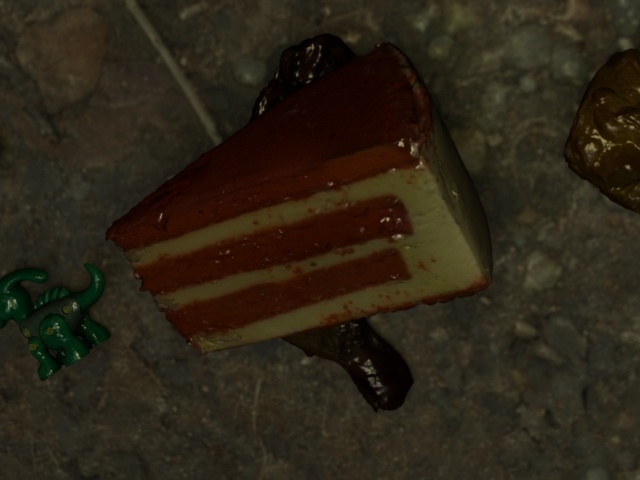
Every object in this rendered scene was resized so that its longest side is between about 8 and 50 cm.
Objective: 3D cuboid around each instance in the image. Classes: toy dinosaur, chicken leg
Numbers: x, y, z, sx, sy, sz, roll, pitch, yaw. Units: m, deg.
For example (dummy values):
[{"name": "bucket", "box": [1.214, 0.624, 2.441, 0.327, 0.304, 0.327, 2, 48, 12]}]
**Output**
[{"name": "toy dinosaur", "box": [-0.233, 0.062, 1.249, 0.132, 0.059, 0.096, -32, 96, 27]}, {"name": "chicken leg", "box": [0.007, -0.008, 1.172, 0.177, 0.083, 0.322, 3, 108, -11]}]

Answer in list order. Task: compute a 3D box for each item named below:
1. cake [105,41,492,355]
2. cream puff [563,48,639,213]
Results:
[{"name": "cake", "box": [0.000, 0.000, 1.048, 0.262, 0.159, 0.158, -35, 118, -4]}, {"name": "cream puff", "box": [0.236, -0.078, 1.083, 0.094, 0.116, 0.122, 27, 127, 13]}]
